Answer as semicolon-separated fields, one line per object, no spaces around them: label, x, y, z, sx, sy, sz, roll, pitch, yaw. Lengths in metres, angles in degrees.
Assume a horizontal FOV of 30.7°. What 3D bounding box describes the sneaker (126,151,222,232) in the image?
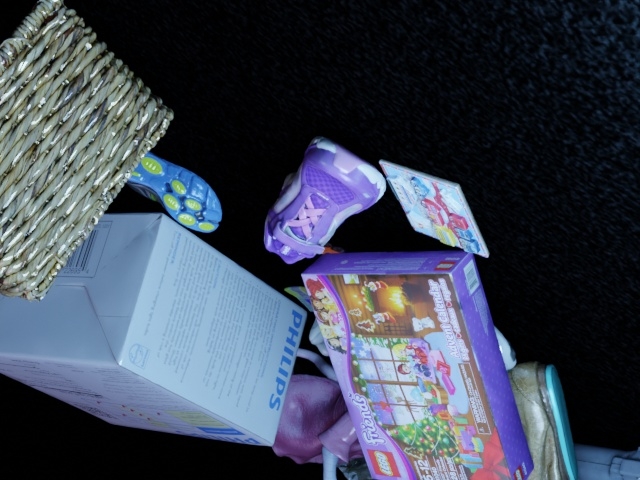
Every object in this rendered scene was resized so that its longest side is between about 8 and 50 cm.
sneaker;-0.212;-0.080;1.577;0.188;0.067;0.078;33;-177;-1

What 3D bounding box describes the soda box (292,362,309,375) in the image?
soda box;-0.060;0.255;2.139;0.060;0.053;0.169;10;149;52

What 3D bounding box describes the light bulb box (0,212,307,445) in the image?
light bulb box;-0.276;0.134;1.734;0.358;0.225;0.361;1;156;35

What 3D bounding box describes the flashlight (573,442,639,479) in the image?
flashlight;0.351;0.298;1.498;0.304;0.103;0.103;-2;110;54

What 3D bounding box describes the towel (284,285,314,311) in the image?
towel;-0.014;0.087;1.717;0.060;0.009;0.083;42;160;-24

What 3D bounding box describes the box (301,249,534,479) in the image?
box;0.113;0.152;1.337;0.201;0.057;0.293;-2;117;37

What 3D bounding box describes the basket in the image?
basket;-0.364;-0.115;1.355;0.213;0.299;0.223;13;155;50

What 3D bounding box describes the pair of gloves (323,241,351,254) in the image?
pair of gloves;0.000;0.000;1.476;0.074;0.010;0.083;13;151;48

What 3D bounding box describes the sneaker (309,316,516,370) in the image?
sneaker;0.109;0.124;1.438;0.292;0.118;0.110;15;152;42

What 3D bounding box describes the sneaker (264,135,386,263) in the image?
sneaker;-0.007;-0.033;1.262;0.095;0.104;0.236;37;160;-3

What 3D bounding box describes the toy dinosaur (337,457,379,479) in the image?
toy dinosaur;0.125;0.486;2.356;0.160;0.121;0.313;40;169;21

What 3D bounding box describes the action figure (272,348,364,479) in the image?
action figure;0.075;0.267;1.848;0.370;0.248;0.275;-26;76;55

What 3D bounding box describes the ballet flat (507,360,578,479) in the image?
ballet flat;0.270;0.315;1.402;0.124;0.116;0.342;-18;96;21

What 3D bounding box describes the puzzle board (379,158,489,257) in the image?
puzzle board;0.117;-0.031;1.202;0.096;0.011;0.128;21;157;34
